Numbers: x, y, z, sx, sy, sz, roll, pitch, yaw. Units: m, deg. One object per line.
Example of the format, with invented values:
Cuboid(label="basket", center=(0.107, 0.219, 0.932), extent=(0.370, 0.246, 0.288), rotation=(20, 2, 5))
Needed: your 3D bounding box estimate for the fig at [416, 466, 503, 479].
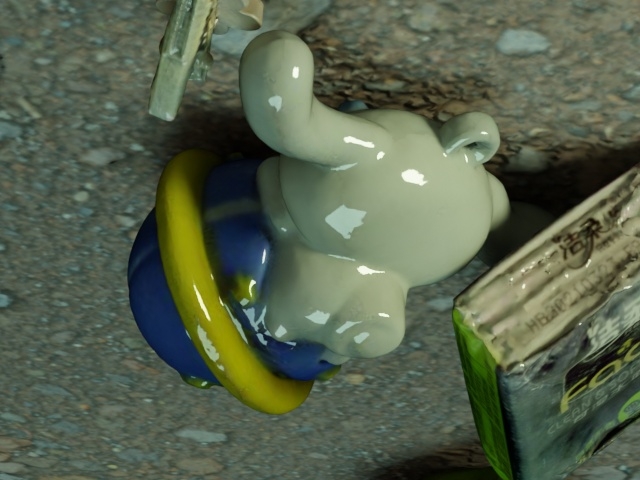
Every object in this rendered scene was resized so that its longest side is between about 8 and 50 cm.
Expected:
Cuboid(label="fig", center=(0.137, 0.264, 1.665), extent=(0.206, 0.206, 0.275), rotation=(9, 133, -9))

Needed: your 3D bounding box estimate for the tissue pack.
Cuboid(label="tissue pack", center=(0.171, 0.058, 1.226), extent=(0.173, 0.073, 0.235), rotation=(-36, 155, -10))

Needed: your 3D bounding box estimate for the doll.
Cuboid(label="doll", center=(-0.013, 0.001, 1.131), extent=(0.243, 0.159, 0.311), rotation=(-5, 153, 20))

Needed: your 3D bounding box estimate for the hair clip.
Cuboid(label="hair clip", center=(-0.056, -0.138, 0.984), extent=(0.062, 0.056, 0.214), rotation=(22, 146, 2))
